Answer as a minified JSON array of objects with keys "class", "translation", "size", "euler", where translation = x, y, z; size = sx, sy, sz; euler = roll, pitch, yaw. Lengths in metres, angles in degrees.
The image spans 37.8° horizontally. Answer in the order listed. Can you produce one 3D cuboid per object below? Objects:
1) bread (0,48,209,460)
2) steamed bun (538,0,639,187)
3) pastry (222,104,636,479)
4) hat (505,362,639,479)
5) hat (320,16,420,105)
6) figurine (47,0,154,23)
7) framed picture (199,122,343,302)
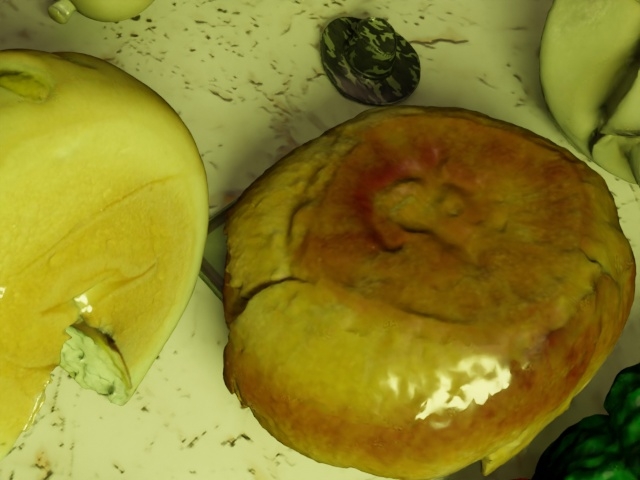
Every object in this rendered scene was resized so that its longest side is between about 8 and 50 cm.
[{"class":"bread","translation":[-0.229,0.003,0.707],"size":[0.160,0.333,0.333],"euler":[19,57,30]},{"class":"steamed bun","translation":[0.380,-0.156,0.885],"size":[0.342,0.368,0.255],"euler":[27,81,-38]},{"class":"pastry","translation":[0.082,0.033,0.776],"size":[0.356,0.163,0.356],"euler":[-4,49,5]},{"class":"hat","translation":[0.251,0.238,0.726],"size":[0.332,0.242,0.274],"euler":[-17,48,8]},{"class":"hat","translation":[0.058,-0.203,0.996],"size":[0.121,0.050,0.121],"euler":[5,63,-10]},{"class":"figurine","translation":[-0.103,-0.324,0.946],"size":[0.394,0.274,0.226],"euler":[-28,49,9]},{"class":"framed picture","translation":[0.000,0.000,0.901],"size":[0.231,0.010,0.173],"euler":[-37,74,-25]}]
